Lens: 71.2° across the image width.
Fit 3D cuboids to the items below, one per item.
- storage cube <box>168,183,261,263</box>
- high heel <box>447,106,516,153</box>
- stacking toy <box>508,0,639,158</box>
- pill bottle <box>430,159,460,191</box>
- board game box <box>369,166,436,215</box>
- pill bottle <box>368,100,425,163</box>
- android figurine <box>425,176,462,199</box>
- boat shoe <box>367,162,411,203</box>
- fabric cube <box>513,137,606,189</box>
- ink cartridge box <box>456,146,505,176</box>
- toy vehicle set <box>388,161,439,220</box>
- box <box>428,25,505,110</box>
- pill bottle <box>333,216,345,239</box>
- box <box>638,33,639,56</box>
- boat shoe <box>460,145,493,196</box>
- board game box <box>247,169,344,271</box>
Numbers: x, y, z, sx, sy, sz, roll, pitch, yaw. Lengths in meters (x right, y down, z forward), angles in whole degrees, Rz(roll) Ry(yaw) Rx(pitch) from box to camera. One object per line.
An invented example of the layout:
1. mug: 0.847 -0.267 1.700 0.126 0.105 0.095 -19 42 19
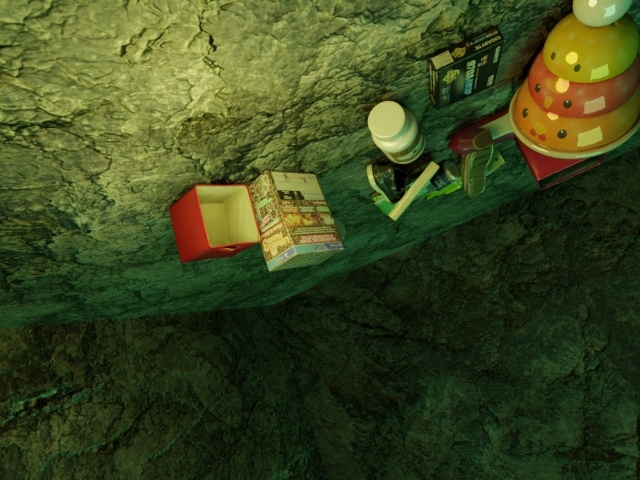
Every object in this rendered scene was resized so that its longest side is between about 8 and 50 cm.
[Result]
1. storage cube: -0.327 -0.052 1.378 0.184 0.214 0.193 -8 168 -44
2. high heel: 0.654 -0.422 1.633 0.378 0.127 0.181 -21 -164 -12
3. stacking toy: 0.677 -0.474 1.150 0.351 0.350 0.480 -23 147 9
4. pill bottle: 0.517 -0.270 1.959 0.094 0.094 0.169 -8 162 -40
5. board game box: 0.359 -0.210 1.957 0.260 0.030 0.136 -28 129 31
6. pill bottle: 0.220 -0.312 1.293 0.131 0.131 0.229 -25 165 19
7. android figurine: 0.601 -0.273 2.159 0.273 0.056 0.248 -28 164 36
8. boat shoe: 0.290 -0.229 1.731 0.113 0.127 0.340 -14 161 25
9. fabric cube: 0.934 -0.383 1.772 0.254 0.258 0.259 -27 164 24
10. ink cartridge box: 0.697 -0.332 1.929 0.062 0.108 0.209 -23 170 -38
11. toy vehicle set: 0.378 -0.198 1.799 0.266 0.035 0.166 -52 172 16
12. box: 0.376 -0.443 1.177 0.175 0.051 0.220 -22 166 9
13. pill bottle: 0.000 0.000 2.131 0.161 0.161 0.283 -13 164 -28
14. box: 1.078 -0.629 1.361 0.113 0.094 0.275 -9 163 -40
15. boat shoe: 0.624 -0.319 1.832 0.113 0.103 0.302 -18 138 -10
16. board game box: -0.087 -0.068 1.467 0.232 0.290 0.141 -4 159 -47
